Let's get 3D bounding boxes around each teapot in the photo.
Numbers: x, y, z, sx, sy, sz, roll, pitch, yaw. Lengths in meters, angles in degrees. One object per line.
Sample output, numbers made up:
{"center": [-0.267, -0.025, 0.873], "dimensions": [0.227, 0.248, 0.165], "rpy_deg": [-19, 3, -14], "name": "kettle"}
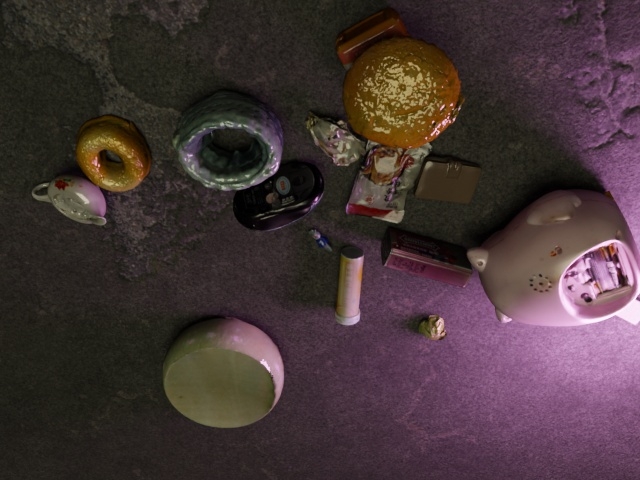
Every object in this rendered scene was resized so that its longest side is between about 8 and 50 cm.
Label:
{"center": [-0.604, -0.106, 1.679], "dimensions": [0.226, 0.092, 0.145], "rpy_deg": [14, 141, 17], "name": "teapot"}

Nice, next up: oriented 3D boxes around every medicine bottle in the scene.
{"center": [0.144, -0.368, 1.483], "dimensions": [0.149, 0.112, 0.222], "rpy_deg": [-24, 120, 16], "name": "medicine bottle"}
{"center": [0.077, 0.122, 1.842], "dimensions": [0.074, 0.074, 0.218], "rpy_deg": [3, 122, -1], "name": "medicine bottle"}

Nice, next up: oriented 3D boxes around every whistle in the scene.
{"center": [0.000, 0.000, 1.786], "dimensions": [0.083, 0.029, 0.033], "rpy_deg": [47, 150, -20], "name": "whistle"}

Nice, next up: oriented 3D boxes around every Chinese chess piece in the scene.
{"center": [-0.279, 0.383, 1.978], "dimensions": [0.350, 0.146, 0.349], "rpy_deg": [1, 124, 1], "name": "Chinese chess piece"}

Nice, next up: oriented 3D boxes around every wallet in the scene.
{"center": [0.310, -0.148, 1.670], "dimensions": [0.153, 0.038, 0.117], "rpy_deg": [9, 124, -13], "name": "wallet"}

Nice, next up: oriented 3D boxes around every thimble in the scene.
{"center": [-0.210, -0.222, 1.552], "dimensions": [0.250, 0.171, 0.204], "rpy_deg": [7, 126, -6], "name": "thimble"}

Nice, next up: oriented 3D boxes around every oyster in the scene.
{"center": [0.039, -0.243, 1.605], "dimensions": [0.108, 0.053, 0.166], "rpy_deg": [-17, 135, 43], "name": "oyster"}

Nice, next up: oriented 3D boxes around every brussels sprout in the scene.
{"center": [0.323, 0.256, 1.939], "dimensions": [0.085, 0.058, 0.085], "rpy_deg": [-3, 141, -2], "name": "brussels sprout"}

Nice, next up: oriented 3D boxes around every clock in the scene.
{"center": [0.584, 0.066, 1.686], "dimensions": [0.377, 0.250, 0.368], "rpy_deg": [-23, 120, 15], "name": "clock"}

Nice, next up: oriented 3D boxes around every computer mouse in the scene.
{"center": [-0.096, -0.102, 1.660], "dimensions": [0.233, 0.137, 0.096], "rpy_deg": [-18, 142, 10], "name": "computer mouse"}

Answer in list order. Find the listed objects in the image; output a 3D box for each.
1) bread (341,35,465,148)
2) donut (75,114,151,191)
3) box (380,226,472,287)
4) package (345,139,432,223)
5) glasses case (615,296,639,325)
{"center": [0.159, -0.301, 1.375], "dimensions": [0.240, 0.139, 0.239], "rpy_deg": [0, 123, -1], "name": "bread"}
{"center": [-0.499, -0.198, 1.631], "dimensions": [0.174, 0.074, 0.190], "rpy_deg": [-8, 124, 6], "name": "donut"}
{"center": [0.271, 0.043, 1.756], "dimensions": [0.224, 0.120, 0.069], "rpy_deg": [14, 123, -10], "name": "box"}
{"center": [0.164, -0.154, 1.677], "dimensions": [0.154, 0.030, 0.239], "rpy_deg": [12, 123, -10], "name": "package"}
{"center": [0.799, 0.158, 1.868], "dimensions": [0.205, 0.047, 0.070], "rpy_deg": [26, 116, -15], "name": "glasses case"}
